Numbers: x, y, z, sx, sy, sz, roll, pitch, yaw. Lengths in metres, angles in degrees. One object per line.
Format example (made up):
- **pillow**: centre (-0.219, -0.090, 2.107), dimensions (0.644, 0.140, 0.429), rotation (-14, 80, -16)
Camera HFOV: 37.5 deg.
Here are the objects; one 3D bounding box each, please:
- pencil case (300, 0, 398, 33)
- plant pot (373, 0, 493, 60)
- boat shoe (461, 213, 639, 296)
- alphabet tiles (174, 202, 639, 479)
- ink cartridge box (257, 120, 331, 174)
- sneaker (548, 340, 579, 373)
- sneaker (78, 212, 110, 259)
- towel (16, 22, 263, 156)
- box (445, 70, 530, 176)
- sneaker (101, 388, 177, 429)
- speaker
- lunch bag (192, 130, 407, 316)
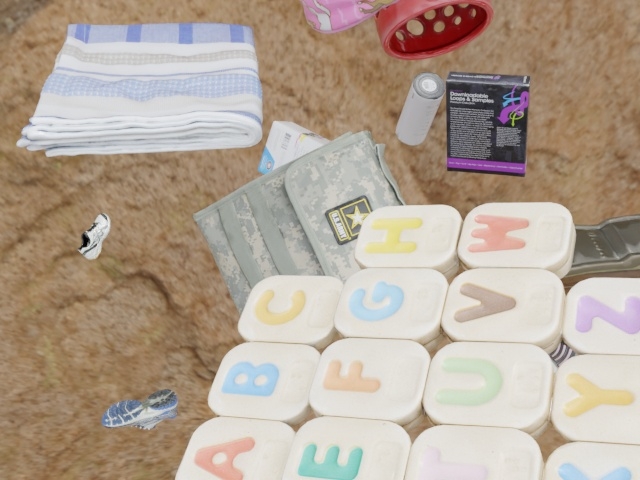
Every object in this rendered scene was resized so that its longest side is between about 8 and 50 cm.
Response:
- **pencil case**: centre (-0.032, -0.408, 1.007), dimensions (0.160, 0.167, 0.386), rotation (-21, 119, 26)
- **plant pot**: centre (0.173, -0.417, 1.563), dimensions (0.191, 0.191, 0.174), rotation (-12, 73, -4)
- **boat shoe**: centre (0.331, 0.038, 1.257), dimensions (0.307, 0.104, 0.110), rotation (-1, 44, -4)
- **alphabet tiles**: centre (0.062, 0.083, 0.538), dimensions (0.278, 0.021, 0.284), rotation (0, 47, 23)
- **ink cartridge box**: centre (-0.021, -0.143, 1.760), dimensions (0.181, 0.061, 0.104), rotation (30, 110, 31)
- **sneaker**: centre (0.331, 0.139, 1.328), dimensions (0.075, 0.170, 0.063), rotation (-33, 42, 1)
- **sneaker**: centre (-0.372, -0.011, 1.550), dimensions (0.032, 0.037, 0.083), rotation (-7, 60, 36)
- **towel**: centre (-0.162, -0.157, 0.910), dimensions (0.209, 0.285, 0.034), rotation (-2, 121, -4)
- **box**: centre (0.239, -0.165, 1.350), dimensions (0.116, 0.162, 0.029), rotation (6, 45, 15)
- **sneaker**: centre (-0.311, 0.308, 1.639), dimensions (0.135, 0.058, 0.052), rotation (-14, 38, -6)
- **speaker**: centre (0.163, -0.213, 1.547), dimensions (0.055, 0.136, 0.055), rotation (3, 63, -6)
- **lunch bag**: centre (0.000, 0.000, 1.364), dimensions (0.287, 0.169, 0.235), rotation (-27, 86, 25)
